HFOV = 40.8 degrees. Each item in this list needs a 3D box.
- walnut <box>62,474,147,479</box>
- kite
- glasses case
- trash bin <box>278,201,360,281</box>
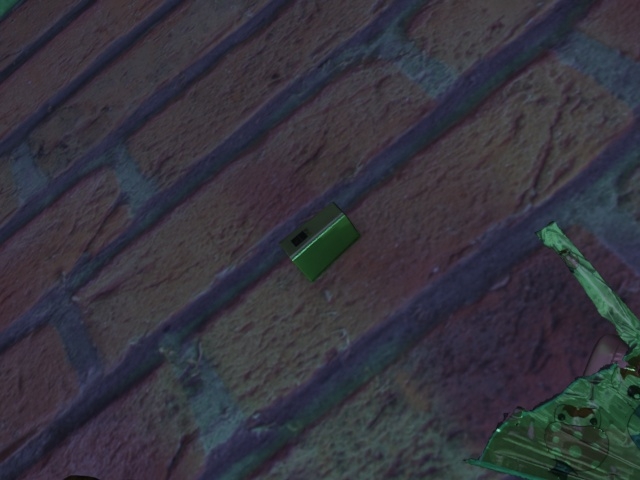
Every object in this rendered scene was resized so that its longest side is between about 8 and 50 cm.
[{"bbox_3d":[-0.202,0.410,0.798,0.383,0.383,0.383,-17,51,23],"label":"walnut"},{"bbox_3d":[0.315,0.124,0.780,0.406,0.014,0.368,-28,66,-16],"label":"kite"},{"bbox_3d":[0.262,0.183,0.814,0.050,0.083,0.196,13,68,37],"label":"glasses case"},{"bbox_3d":[0.000,0.000,1.137,0.092,0.061,0.043,-41,45,-2],"label":"trash bin"}]
